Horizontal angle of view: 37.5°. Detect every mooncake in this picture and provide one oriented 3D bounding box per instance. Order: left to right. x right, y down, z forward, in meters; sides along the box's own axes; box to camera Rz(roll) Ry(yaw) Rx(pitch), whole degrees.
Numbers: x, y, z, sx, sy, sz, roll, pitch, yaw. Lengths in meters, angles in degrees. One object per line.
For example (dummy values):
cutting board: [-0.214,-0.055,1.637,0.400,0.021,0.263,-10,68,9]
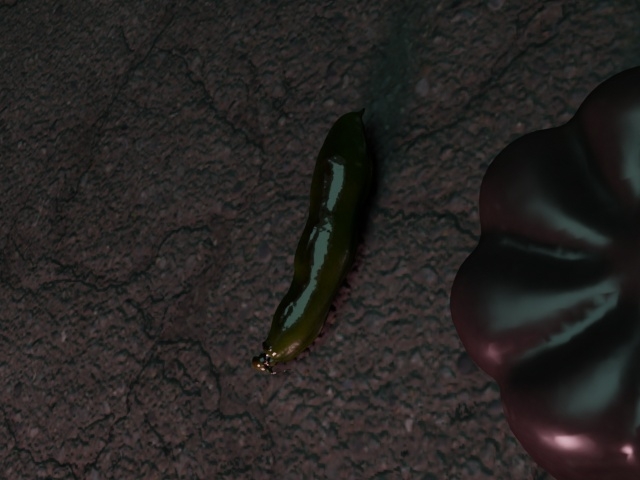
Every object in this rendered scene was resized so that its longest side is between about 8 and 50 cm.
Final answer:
mooncake: [0.231,0.027,0.581,0.306,0.154,0.306,-15,64,32]

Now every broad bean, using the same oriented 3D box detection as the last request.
broad bean: [0.003,0.001,0.838,0.065,0.046,0.254,14,84,40]
